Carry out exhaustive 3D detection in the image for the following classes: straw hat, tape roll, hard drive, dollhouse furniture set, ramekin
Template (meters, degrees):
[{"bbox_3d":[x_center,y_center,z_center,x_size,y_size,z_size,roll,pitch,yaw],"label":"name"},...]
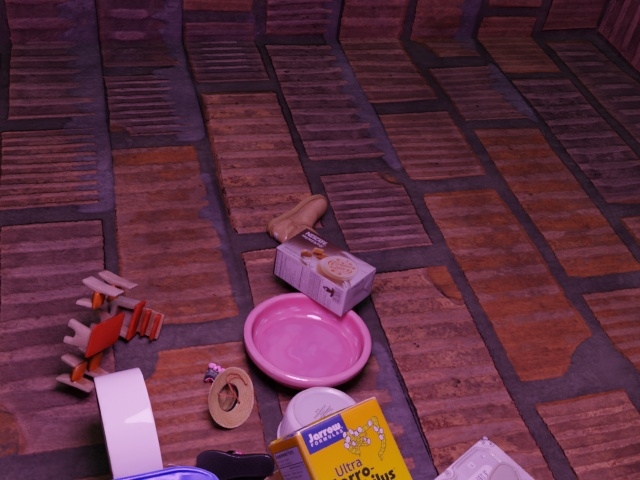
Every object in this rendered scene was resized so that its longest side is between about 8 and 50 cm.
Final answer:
[{"bbox_3d":[-0.232,0.382,1.838,0.061,0.144,0.144,-10,23,46],"label":"straw hat"},{"bbox_3d":[-0.408,0.420,1.606,0.100,0.286,0.286,-11,47,-20],"label":"tape roll"},{"bbox_3d":[0.349,0.620,1.696,0.339,0.064,0.237,-27,54,-34],"label":"hard drive"},{"bbox_3d":[-0.501,0.216,1.847,0.135,0.262,0.259,21,12,9],"label":"dollhouse furniture set"},{"bbox_3d":[0.006,0.438,1.765,0.207,0.109,0.207,8,32,-5],"label":"ramekin"}]

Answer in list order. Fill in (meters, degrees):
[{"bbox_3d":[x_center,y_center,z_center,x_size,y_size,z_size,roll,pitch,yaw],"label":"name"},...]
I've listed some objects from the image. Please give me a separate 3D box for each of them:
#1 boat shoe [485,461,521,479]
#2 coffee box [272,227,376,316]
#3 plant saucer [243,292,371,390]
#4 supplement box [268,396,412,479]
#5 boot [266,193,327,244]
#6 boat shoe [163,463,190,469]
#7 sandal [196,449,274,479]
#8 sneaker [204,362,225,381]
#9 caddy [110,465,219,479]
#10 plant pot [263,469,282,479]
[{"bbox_3d":[0.382,0.600,1.618,0.095,0.079,0.254,14,45,1],"label":"boat shoe"},{"bbox_3d":[0.008,0.084,2.072,0.246,0.098,0.141,31,41,27],"label":"coffee box"},{"bbox_3d":[-0.037,0.271,1.960,0.332,0.084,0.332,7,37,-5],"label":"plant saucer"},{"bbox_3d":[0.071,0.532,1.539,0.195,0.194,0.356,-19,78,-27],"label":"supplement box"},{"bbox_3d":[0.000,0.000,2.280,0.236,0.089,0.269,-34,56,-22],"label":"boot"},{"bbox_3d":[-0.273,0.534,1.671,0.178,0.060,0.064,21,44,12],"label":"boat shoe"},{"bbox_3d":[-0.193,0.509,1.718,0.179,0.067,0.040,1,4,3],"label":"sandal"},{"bbox_3d":[-0.239,0.355,1.890,0.119,0.047,0.057,23,66,15],"label":"sneaker"},{"bbox_3d":[-0.315,0.581,1.423,0.341,0.179,0.241,-4,42,-25],"label":"caddy"},{"bbox_3d":[-0.038,0.607,1.658,0.236,0.032,0.236,6,44,-5],"label":"plant pot"}]
